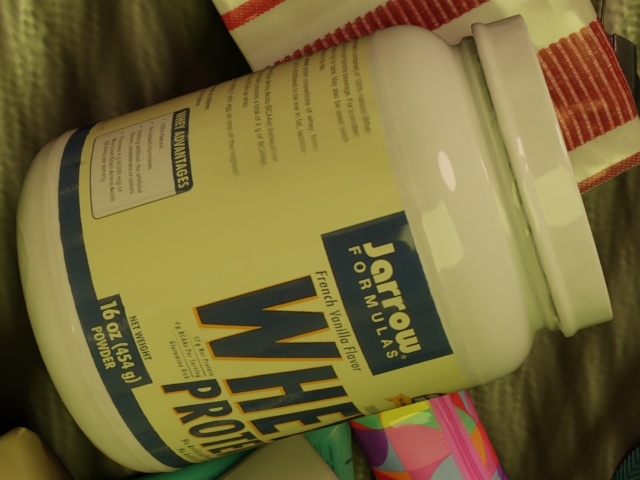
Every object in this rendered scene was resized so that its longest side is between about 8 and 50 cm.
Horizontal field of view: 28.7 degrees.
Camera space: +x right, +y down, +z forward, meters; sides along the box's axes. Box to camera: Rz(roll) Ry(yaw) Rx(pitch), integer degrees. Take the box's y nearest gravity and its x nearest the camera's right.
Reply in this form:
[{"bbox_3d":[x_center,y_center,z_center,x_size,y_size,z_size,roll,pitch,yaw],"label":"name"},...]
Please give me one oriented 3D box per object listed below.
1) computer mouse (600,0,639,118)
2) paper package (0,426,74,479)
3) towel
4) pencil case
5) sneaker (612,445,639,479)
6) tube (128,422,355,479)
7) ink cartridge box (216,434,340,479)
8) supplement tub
[{"bbox_3d":[0.218,-0.164,0.938,0.071,0.041,0.242,0,105,-11],"label":"computer mouse"},{"bbox_3d":[-0.262,0.338,0.837,0.310,0.168,0.324,-24,68,-4],"label":"paper package"},{"bbox_3d":[0.071,-0.147,0.893,0.237,0.037,0.329,-27,111,8],"label":"towel"},{"bbox_3d":[0.082,0.157,0.969,0.104,0.104,0.236,-27,112,-3],"label":"pencil case"},{"bbox_3d":[0.319,0.189,1.039,0.092,0.087,0.228,30,100,-20],"label":"sneaker"},{"bbox_3d":[-0.070,0.195,0.981,0.207,0.052,0.080,-12,116,-14],"label":"tube"},{"bbox_3d":[0.035,0.300,0.927,0.115,0.198,0.272,-36,118,-7],"label":"ink cartridge box"},{"bbox_3d":[0.000,0.000,0.802,0.325,0.235,0.235,-17,109,10],"label":"supplement tub"}]
